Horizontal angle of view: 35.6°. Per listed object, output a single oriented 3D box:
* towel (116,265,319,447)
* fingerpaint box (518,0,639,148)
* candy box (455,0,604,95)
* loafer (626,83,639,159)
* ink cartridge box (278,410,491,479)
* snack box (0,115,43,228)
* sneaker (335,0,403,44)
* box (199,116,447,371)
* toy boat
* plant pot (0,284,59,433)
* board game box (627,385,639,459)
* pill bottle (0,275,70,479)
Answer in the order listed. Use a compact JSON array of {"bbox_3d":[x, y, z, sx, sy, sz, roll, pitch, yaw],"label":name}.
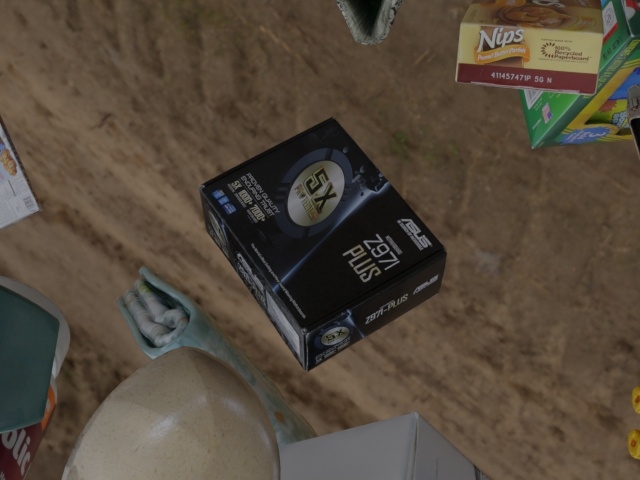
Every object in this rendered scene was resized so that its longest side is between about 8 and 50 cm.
[{"bbox_3d":[-0.122,0.187,1.339,0.320,0.090,0.374,47,174,-20],"label":"towel"},{"bbox_3d":[0.603,-0.326,1.757,0.445,0.371,0.163,117,145,-70],"label":"fingerpaint box"},{"bbox_3d":[0.301,-0.293,1.411,0.183,0.316,0.087,8,115,11],"label":"candy box"},{"bbox_3d":[0.424,-0.151,1.303,0.045,0.039,0.125,-37,57,50],"label":"loafer"},{"bbox_3d":[0.088,0.315,1.029,0.211,0.121,0.289,-21,129,31],"label":"ink cartridge box"},{"bbox_3d":[-0.464,-0.110,1.429,0.022,0.064,0.178,35,-150,-86],"label":"snack box"},{"bbox_3d":[0.019,-0.366,1.036,0.158,0.182,0.410,-7,145,26],"label":"sneaker"},{"bbox_3d":[0.000,0.000,0.893,0.180,0.147,0.077,53,162,27],"label":"box"},{"bbox_3d":[-0.184,0.206,0.789,0.148,0.318,0.267,25,108,53],"label":"toy boat"},{"bbox_3d":[-0.377,0.104,0.936,0.165,0.165,0.234,-2,167,39],"label":"plant pot"},{"bbox_3d":[0.353,0.310,0.772,0.050,0.389,0.390,16,169,-20],"label":"board game box"},{"bbox_3d":[-0.471,0.242,1.266,0.224,0.392,0.224,5,131,6],"label":"pill bottle"}]
